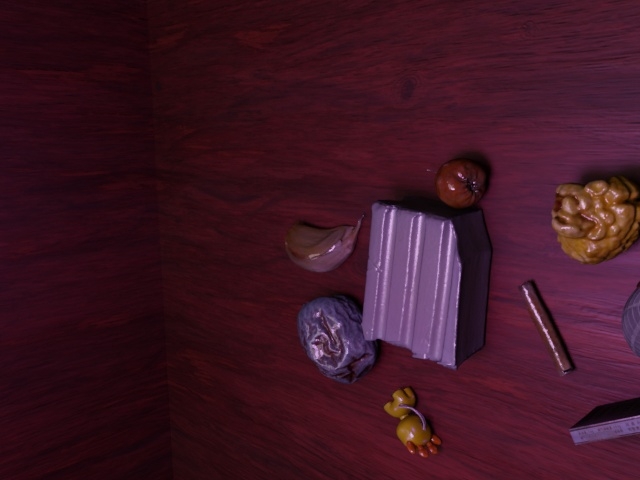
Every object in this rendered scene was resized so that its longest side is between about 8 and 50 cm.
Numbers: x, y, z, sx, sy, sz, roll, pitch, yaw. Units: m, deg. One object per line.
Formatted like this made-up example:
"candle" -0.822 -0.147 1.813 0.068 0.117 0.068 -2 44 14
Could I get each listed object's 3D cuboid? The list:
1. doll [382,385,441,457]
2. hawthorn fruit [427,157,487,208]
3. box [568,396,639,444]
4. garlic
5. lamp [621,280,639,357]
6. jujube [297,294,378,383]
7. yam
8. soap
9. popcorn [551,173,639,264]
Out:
"doll" 0.300 0.595 1.906 0.135 0.143 0.221 -58 48 32
"hawthorn fruit" 0.397 -0.171 1.683 0.189 0.149 0.149 -90 14 -66
"box" 0.764 0.399 1.368 0.325 0.180 0.047 -33 73 43
"garlic" 0.008 0.013 2.083 0.338 0.151 0.196 -4 82 44
"lamp" 0.789 0.167 1.268 0.265 0.233 0.233 -13 88 47
"jujube" 0.064 0.337 2.027 0.247 0.215 0.308 -29 72 19
"yam" 0.605 0.234 1.591 0.046 0.046 0.263 -33 73 43
"soap" 0.317 0.107 1.736 0.350 0.213 0.435 14 107 45
"popcorn" 0.644 -0.049 1.395 0.226 0.203 0.200 146 118 -61
